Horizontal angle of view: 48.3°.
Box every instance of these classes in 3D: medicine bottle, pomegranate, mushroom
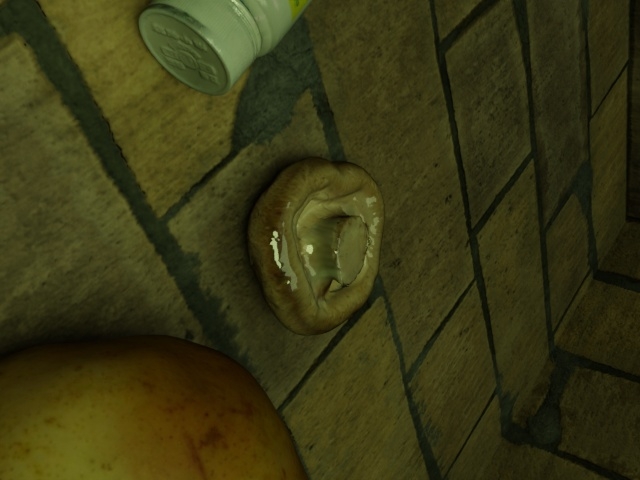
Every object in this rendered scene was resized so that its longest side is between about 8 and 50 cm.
[{"bbox_3d":[-0.080,-0.296,0.806,0.258,0.143,0.143,-56,141,-20],"label":"medicine bottle"},{"bbox_3d":[-0.207,0.292,0.701,0.416,0.416,0.417,-25,123,-46],"label":"pomegranate"},{"bbox_3d":[0.000,0.000,1.035,0.278,0.146,0.278,-7,99,-50],"label":"mushroom"}]
